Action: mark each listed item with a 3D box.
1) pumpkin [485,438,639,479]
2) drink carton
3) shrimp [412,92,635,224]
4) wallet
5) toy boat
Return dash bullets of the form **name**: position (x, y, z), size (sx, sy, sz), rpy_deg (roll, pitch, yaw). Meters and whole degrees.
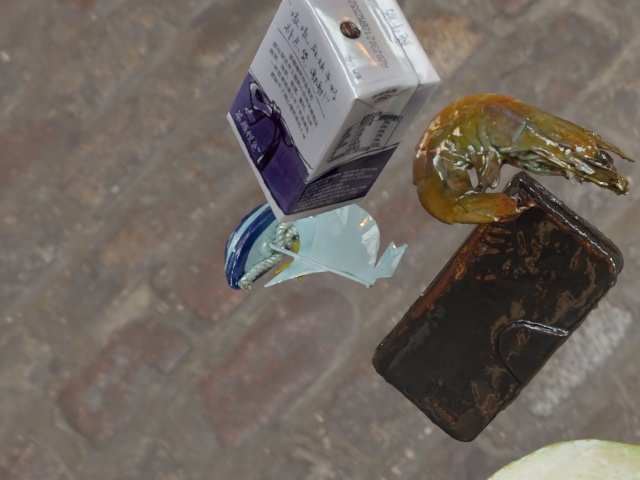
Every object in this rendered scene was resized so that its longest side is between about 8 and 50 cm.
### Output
- **pumpkin**: position (0.306, 0.386, 1.544), size (0.332, 0.199, 0.332), rpy_deg (-11, 61, 20)
- **drink carton**: position (0.006, -0.133, 1.394), size (0.101, 0.222, 0.134), rpy_deg (-14, 66, -27)
- **shrimp**: position (0.192, -0.076, 1.473), size (0.248, 0.068, 0.150), rpy_deg (10, 72, 42)
- **wallet**: position (0.197, 0.084, 1.692), size (0.165, 0.042, 0.309), rpy_deg (42, 117, 10)
- **toy boat**: position (0.000, 0.000, 1.925), size (0.220, 0.067, 0.291), rpy_deg (-46, 32, -20)
